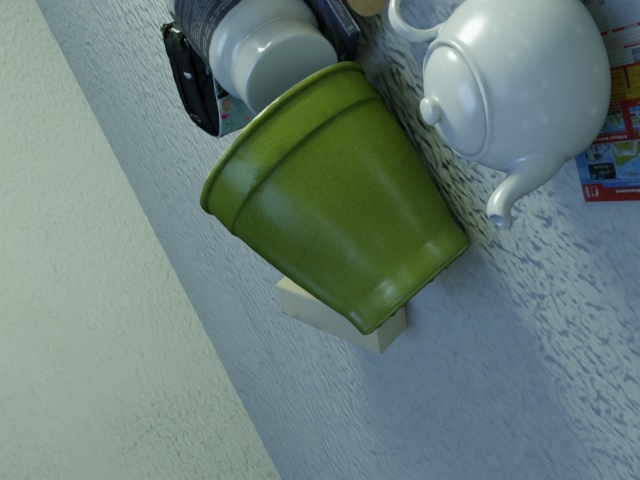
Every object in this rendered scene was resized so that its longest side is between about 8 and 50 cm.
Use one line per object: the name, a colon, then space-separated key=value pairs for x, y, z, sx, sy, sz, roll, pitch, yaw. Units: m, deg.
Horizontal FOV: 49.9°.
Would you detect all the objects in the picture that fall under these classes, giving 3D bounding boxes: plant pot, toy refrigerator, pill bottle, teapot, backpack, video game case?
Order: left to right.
backpack: x=-0.231 y=-0.366 z=1.538 sx=0.225 sy=0.191 sz=0.253 roll=35 pitch=140 yaw=47
pill bottle: x=-0.128 y=-0.378 z=1.224 sx=0.361 sy=0.204 sz=0.204 roll=55 pitch=152 yaw=36
video game case: x=-0.020 y=-0.430 z=1.193 sx=0.274 sy=0.026 sz=0.196 roll=59 pitch=174 yaw=5
toy refrigerator: x=0.042 y=0.142 z=1.469 sx=0.270 sy=0.102 sz=0.094 roll=17 pitch=132 yaw=36
plant pot: x=0.049 y=-0.042 z=1.166 sx=0.353 sy=0.366 sz=0.366 roll=49 pitch=150 yaw=9
teapot: x=0.206 y=-0.190 z=0.841 sx=0.256 sy=0.187 sz=0.252 roll=-126 pitch=20 yaw=-55
video game case: x=0.364 y=-0.177 z=0.793 sx=0.204 sy=0.025 sz=0.285 roll=3 pitch=114 yaw=60

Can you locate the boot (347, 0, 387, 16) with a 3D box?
boot: x=0.024 y=-0.508 z=1.083 sx=0.211 sy=0.104 sz=0.295 roll=31 pitch=132 yaw=57
